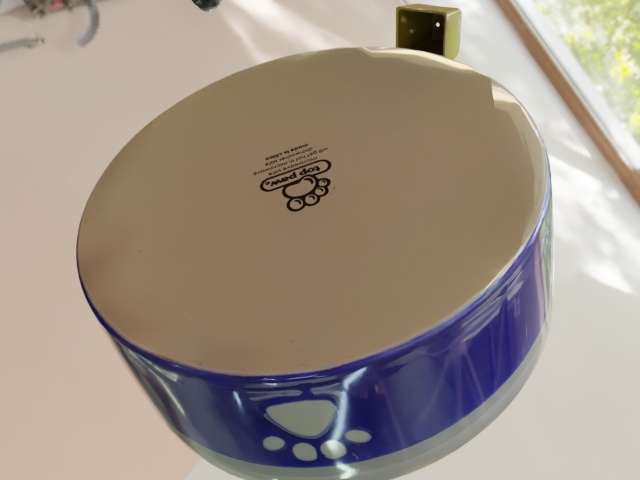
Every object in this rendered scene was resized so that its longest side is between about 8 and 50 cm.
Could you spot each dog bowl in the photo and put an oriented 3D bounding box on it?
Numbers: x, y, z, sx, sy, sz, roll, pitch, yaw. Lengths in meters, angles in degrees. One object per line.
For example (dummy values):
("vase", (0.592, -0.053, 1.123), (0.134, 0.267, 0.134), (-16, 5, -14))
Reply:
("dog bowl", (0.000, 0.000, 0.425), (0.264, 0.104, 0.265), (-9, -136, 9))

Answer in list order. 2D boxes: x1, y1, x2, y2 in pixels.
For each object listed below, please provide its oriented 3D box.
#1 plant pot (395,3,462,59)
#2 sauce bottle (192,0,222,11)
("plant pot", (0.164, -0.303, 1.046), (0.081, 0.081, 0.083), (18, -144, 31))
("sauce bottle", (-0.076, -0.487, 1.169), (0.344, 0.111, 0.111), (-24, -165, 31))
